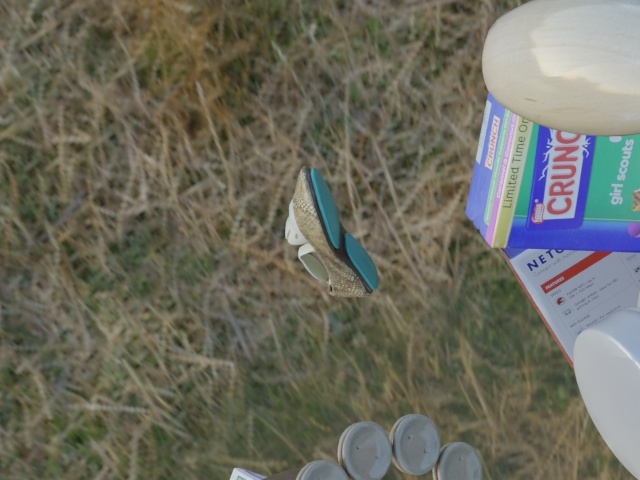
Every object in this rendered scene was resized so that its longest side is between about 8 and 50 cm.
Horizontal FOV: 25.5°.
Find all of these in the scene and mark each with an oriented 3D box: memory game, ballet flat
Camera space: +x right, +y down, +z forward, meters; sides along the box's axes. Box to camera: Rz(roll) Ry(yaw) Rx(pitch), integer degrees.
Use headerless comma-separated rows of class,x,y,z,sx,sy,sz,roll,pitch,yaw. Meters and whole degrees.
memory game,0.046,0.194,0.830,0.012,0.186,0.186,-11,57,52
ballet flat,0.000,0.000,1.558,0.067,0.206,0.073,-14,44,17

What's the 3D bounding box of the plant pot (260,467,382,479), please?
plant pot,-0.059,0.311,1.169,0.229,0.263,0.263,-2,62,47

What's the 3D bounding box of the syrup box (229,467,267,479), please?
syrup box,-0.009,0.358,1.710,0.096,0.237,0.093,14,81,57

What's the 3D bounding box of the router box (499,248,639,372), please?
router box,0.425,0.044,1.635,0.335,0.082,0.301,-32,105,4

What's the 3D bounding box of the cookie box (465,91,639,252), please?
cookie box,0.129,-0.043,0.653,0.107,0.092,0.040,2,24,-15

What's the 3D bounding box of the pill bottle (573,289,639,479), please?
pill bottle,0.462,0.076,1.375,0.407,0.229,0.229,-26,63,-14

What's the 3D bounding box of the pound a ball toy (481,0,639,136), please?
pound a ball toy,0.158,-0.130,0.568,0.136,0.319,0.208,10,92,37
